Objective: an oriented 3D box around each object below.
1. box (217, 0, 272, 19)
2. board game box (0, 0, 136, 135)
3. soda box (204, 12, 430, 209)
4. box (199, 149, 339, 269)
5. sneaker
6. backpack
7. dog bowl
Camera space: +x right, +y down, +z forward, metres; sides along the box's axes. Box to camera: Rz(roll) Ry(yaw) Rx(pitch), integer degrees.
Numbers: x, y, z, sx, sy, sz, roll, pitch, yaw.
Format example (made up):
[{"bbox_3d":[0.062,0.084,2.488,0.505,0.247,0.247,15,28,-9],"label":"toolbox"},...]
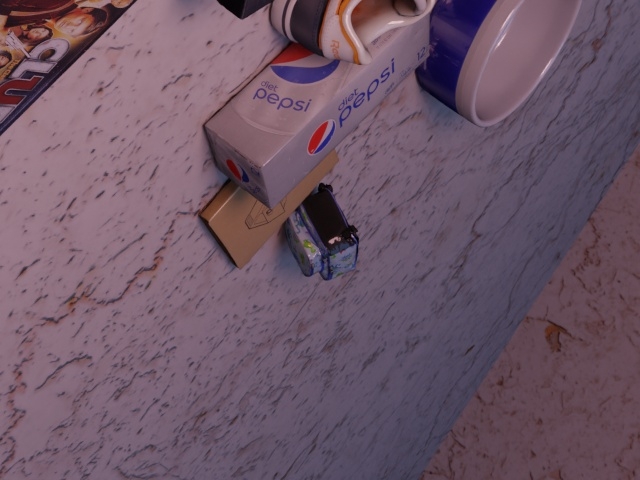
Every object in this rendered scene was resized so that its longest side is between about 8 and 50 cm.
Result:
[{"bbox_3d":[-0.034,-0.303,0.940,0.158,0.093,0.156,-40,165,-32],"label":"box"},{"bbox_3d":[-0.241,-0.144,0.756,0.243,0.042,0.165,-38,164,24],"label":"board game box"},{"bbox_3d":[0.003,-0.175,1.231,0.286,0.091,0.098,-46,158,-17],"label":"soda box"},{"bbox_3d":[-0.059,-0.069,1.357,0.201,0.021,0.164,-49,157,-11],"label":"box"},{"bbox_3d":[0.092,-0.323,1.151,0.321,0.127,0.126,-54,156,-1],"label":"sneaker"},{"bbox_3d":[0.000,0.000,1.471,0.084,0.105,0.114,-24,152,-9],"label":"backpack"},{"bbox_3d":[0.256,-0.298,1.525,0.265,0.104,0.265,-43,155,-25],"label":"dog bowl"}]
